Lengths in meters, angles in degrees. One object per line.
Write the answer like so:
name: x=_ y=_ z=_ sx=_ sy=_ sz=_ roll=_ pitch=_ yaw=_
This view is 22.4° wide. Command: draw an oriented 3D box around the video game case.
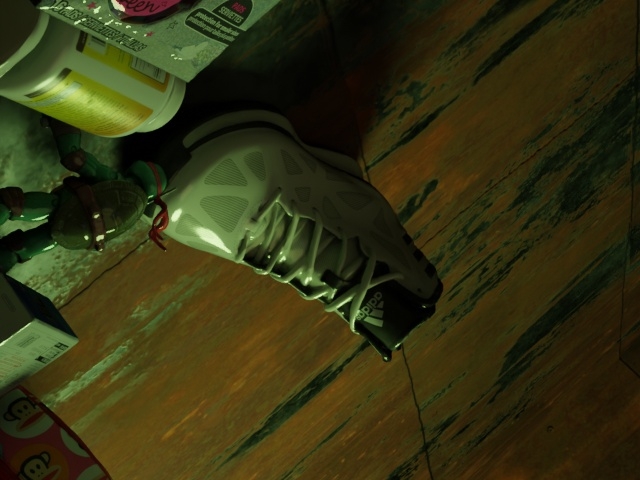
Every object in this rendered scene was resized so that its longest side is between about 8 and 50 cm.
video game case: x=-0.363 y=0.133 z=1.529 sx=0.244 sy=0.061 sz=0.269 roll=-36 pitch=174 yaw=-5

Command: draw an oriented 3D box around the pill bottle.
pill bottle: x=-0.205 y=-0.159 z=1.406 sx=0.117 sy=0.117 sz=0.215 roll=-50 pitch=154 yaw=9

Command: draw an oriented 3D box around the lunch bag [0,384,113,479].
lunch bag: x=-0.289 y=0.299 z=1.781 sx=0.120 sy=0.258 sz=0.293 roll=-41 pitch=152 yaw=-22

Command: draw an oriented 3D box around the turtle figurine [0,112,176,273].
turtle figurine: x=-0.232 y=-0.042 z=1.521 sx=0.234 sy=0.118 sz=0.175 roll=-23 pitch=126 yaw=-23

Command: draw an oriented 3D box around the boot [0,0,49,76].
boot: x=-0.310 y=-0.128 z=1.283 sx=0.258 sy=0.095 sz=0.123 roll=-24 pitch=167 yaw=13

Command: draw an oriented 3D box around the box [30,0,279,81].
box: x=-0.147 y=-0.249 z=1.271 sx=0.142 sy=0.163 sz=0.247 roll=-40 pitch=160 yaw=13

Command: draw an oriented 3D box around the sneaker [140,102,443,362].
sneaker: x=0.001 y=-0.001 z=1.780 sx=0.169 sy=0.257 sz=0.447 roll=-53 pitch=153 yaw=15
